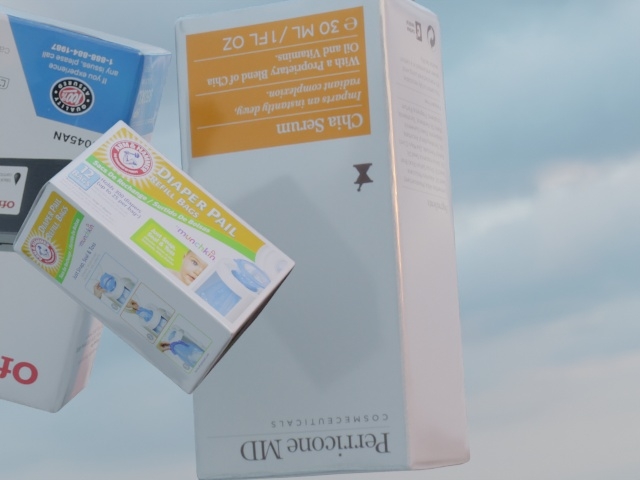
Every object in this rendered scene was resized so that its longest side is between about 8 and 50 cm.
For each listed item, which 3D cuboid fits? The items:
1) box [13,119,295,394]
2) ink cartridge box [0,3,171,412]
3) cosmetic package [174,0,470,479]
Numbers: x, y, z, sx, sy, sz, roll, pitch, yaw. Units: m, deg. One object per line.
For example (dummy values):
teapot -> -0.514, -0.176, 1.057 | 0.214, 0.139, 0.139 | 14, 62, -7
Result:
box -> -0.144, 0.013, 1.539 | 0.114, 0.203, 0.103 | -49, -3, -45
ink cartridge box -> -0.351, -0.047, 1.894 | 0.286, 0.394, 0.166 | 15, 8, 3
cosmetic package -> 0.000, 0.000, 1.733 | 0.230, 0.453, 0.161 | -7, -7, 23
